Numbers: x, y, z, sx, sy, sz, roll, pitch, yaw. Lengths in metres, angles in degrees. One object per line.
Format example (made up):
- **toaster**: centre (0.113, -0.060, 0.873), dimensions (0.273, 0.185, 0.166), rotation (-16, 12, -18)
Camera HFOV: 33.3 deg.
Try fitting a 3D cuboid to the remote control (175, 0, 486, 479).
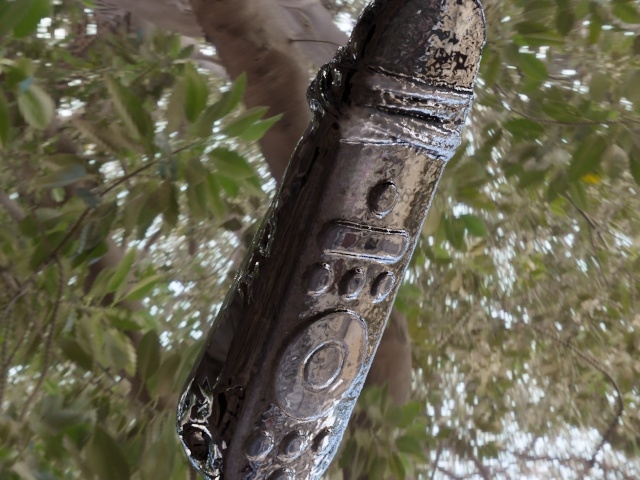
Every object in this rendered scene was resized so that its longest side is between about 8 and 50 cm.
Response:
- **remote control**: centre (0.000, 0.000, 0.507), dimensions (0.066, 0.090, 0.266), rotation (31, -74, 37)
